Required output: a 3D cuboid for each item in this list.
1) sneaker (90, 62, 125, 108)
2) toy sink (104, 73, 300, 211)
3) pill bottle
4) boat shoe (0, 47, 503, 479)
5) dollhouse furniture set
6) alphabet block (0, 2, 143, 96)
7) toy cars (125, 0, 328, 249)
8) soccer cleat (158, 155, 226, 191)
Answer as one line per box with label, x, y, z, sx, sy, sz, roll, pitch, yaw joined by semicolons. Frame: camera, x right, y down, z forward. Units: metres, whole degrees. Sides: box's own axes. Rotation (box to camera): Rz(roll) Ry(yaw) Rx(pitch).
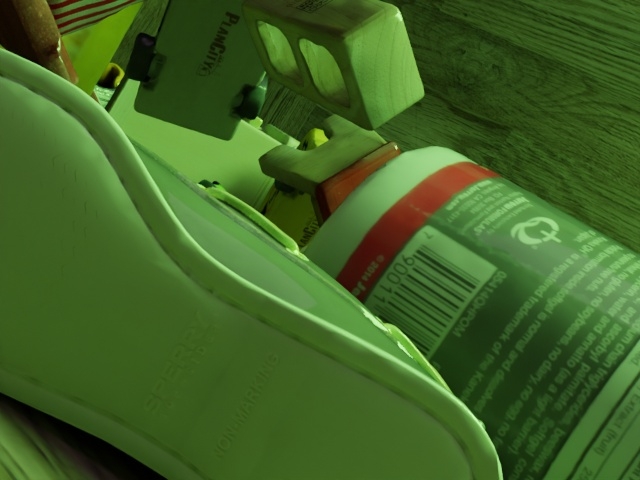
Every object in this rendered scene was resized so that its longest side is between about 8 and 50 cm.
sneaker;-0.244;-0.157;1.141;0.088;0.092;0.225;35;5;30
toy sink;-0.104;-0.072;0.928;0.234;0.131;0.153;31;5;-16
pill bottle;0.140;0.100;0.460;0.319;0.176;0.176;34;6;26
boat shoe;-0.066;0.025;0.380;0.305;0.109;0.091;35;1;7
dollhouse furniture set;-0.046;-0.080;0.517;0.152;0.201;0.374;36;-28;49
alphabet block;-0.262;-0.168;0.607;0.197;0.192;0.193;36;9;37
toy cars;-0.036;-0.101;0.749;0.177;0.087;0.393;-8;-40;16
soccer cleat;-0.079;-0.001;0.719;0.179;0.072;0.060;32;5;9
